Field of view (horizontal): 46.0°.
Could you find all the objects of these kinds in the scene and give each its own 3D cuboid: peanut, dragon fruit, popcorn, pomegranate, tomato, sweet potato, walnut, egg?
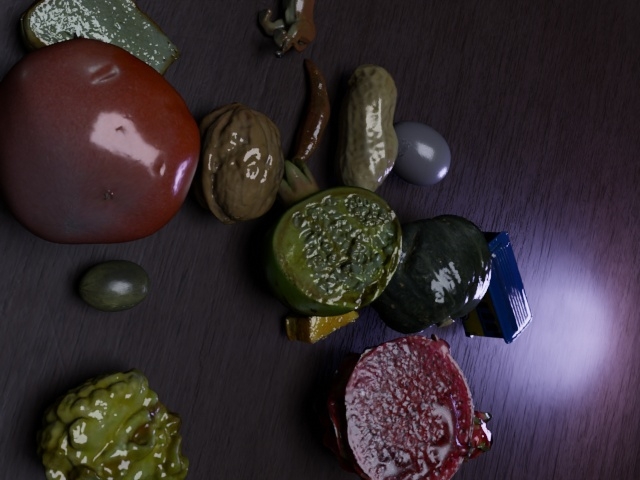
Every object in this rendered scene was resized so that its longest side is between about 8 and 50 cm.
[{"bbox_3d":[0.110,-0.252,1.755,0.152,0.152,0.313,6,86,-40],"label":"peanut"},{"bbox_3d":[0.369,0.497,2.009,0.166,0.160,0.172,-47,123,-1],"label":"dragon fruit"},{"bbox_3d":[-0.366,0.344,1.367,0.285,0.173,0.225,20,72,-40],"label":"popcorn"},{"bbox_3d":[0.000,0.000,1.642,0.309,0.216,0.359,-29,77,-14],"label":"pomegranate"},{"bbox_3d":[0.163,0.404,1.775,0.371,0.249,0.386,41,61,-16],"label":"dragon fruit"},{"bbox_3d":[-0.368,-0.151,1.228,0.341,0.341,0.273,41,25,-34],"label":"tomato"},{"bbox_3d":[-0.018,-0.283,1.707,0.078,0.058,0.256,12,79,-19],"label":"sweet potato"},{"bbox_3d":[-0.167,-0.151,1.498,0.198,0.198,0.245,6,96,-40],"label":"walnut"},{"bbox_3d":[0.237,-0.217,1.865,0.198,0.146,0.146,37,69,-28],"label":"egg"}]

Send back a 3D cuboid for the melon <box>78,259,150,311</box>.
[{"bbox_3d":[-0.379,0.084,1.388,0.130,0.098,0.098,-11,99,-38],"label":"melon"}]

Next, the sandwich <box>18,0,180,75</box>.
[{"bbox_3d":[-0.396,-0.363,1.362,0.251,0.087,0.226,49,63,-30],"label":"sandwich"}]

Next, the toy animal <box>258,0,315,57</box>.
[{"bbox_3d":[-0.042,-0.526,1.654,0.157,0.097,0.313,13,85,-46],"label":"toy animal"}]

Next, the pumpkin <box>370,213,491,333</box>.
[{"bbox_3d":[0.252,0.085,1.814,0.327,0.291,0.258,-19,75,-27],"label":"pumpkin"}]

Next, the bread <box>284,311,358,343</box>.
[{"bbox_3d":[0.007,0.172,1.718,0.187,0.103,0.065,-20,103,-33],"label":"bread"}]

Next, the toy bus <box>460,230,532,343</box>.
[{"bbox_3d":[0.445,0.123,2.038,0.138,0.175,0.288,-37,115,-34],"label":"toy bus"}]
